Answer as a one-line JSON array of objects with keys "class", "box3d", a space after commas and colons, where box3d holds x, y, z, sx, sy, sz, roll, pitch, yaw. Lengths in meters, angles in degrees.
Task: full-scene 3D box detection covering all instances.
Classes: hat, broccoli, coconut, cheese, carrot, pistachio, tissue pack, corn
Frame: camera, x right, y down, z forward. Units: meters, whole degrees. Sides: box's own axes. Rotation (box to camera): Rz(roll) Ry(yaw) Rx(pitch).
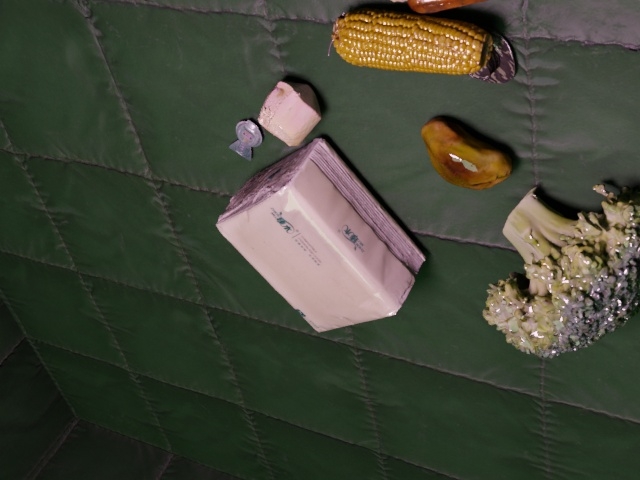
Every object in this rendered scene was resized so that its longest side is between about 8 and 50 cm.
[{"class": "hat", "box3d": [0.281, -0.308, 1.558, 0.121, 0.050, 0.121, 19, 141, 16]}, {"class": "broccoli", "box3d": [0.469, 0.064, 1.658, 0.317, 0.277, 0.339, 24, 138, 47]}, {"class": "coconut", "box3d": [-0.058, -0.263, 1.816, 0.116, 0.122, 0.116, 36, -179, 0]}, {"class": "cheese", "box3d": [-0.164, -0.227, 2.007, 0.067, 0.026, 0.121, 34, 144, 1]}, {"class": "carrot", "box3d": [0.222, -0.411, 1.490, 0.161, 0.055, 0.055, -1, 131, 31]}, {"class": "pistachio", "box3d": [0.267, -0.154, 1.697, 0.189, 0.100, 0.110, 29, 139, 5]}, {"class": "tissue pack", "box3d": [0.000, 0.000, 1.981, 0.380, 0.207, 0.297, 46, 143, -15]}, {"class": "corn", "box3d": [0.152, -0.342, 1.551, 0.305, 0.106, 0.106, 16, 140, 37]}]
